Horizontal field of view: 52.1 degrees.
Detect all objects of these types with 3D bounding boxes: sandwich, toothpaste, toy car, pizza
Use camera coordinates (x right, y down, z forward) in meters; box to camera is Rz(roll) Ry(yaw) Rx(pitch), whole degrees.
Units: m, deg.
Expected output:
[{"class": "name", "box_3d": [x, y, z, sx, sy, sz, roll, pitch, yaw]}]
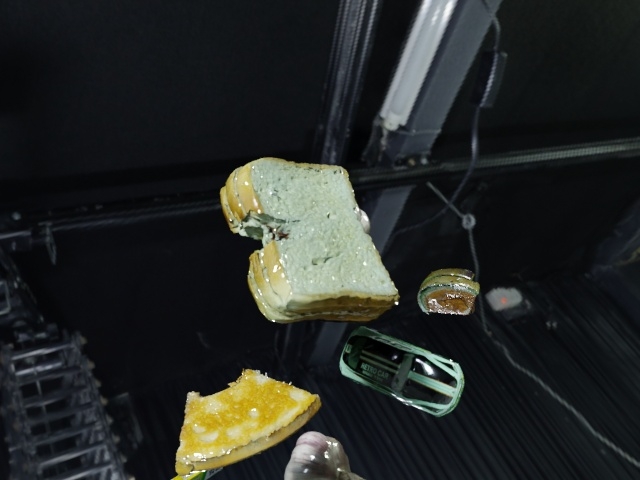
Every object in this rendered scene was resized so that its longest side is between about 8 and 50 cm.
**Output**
[{"class": "sandwich", "box_3d": [-0.025, -0.001, 1.047, 0.249, 0.273, 0.095, 2, -34, -41]}, {"class": "toothpaste", "box_3d": [-0.318, 0.597, 1.662, 0.178, 0.037, 0.043, -18, -62, -55]}, {"class": "sandwich", "box_3d": [0.165, 0.070, 0.841, 0.026, 0.101, 0.069, -48, -64, -37]}, {"class": "toy car", "box_3d": [0.178, 0.301, 1.533, 0.125, 0.306, 0.136, 36, -105, -61]}, {"class": "pizza", "box_3d": [-0.170, 0.378, 1.378, 0.323, 0.223, 0.089, -19, -60, -24]}]

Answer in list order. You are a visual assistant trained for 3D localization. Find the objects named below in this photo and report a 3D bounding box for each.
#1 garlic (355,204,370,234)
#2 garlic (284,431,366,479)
[{"class": "garlic", "box_3d": [-0.003, 0.002, 1.361, 0.227, 0.152, 0.228, -3, -71, -9]}, {"class": "garlic", "box_3d": [0.035, 0.696, 1.915, 0.253, 0.245, 0.245, -6, -17, 37]}]
